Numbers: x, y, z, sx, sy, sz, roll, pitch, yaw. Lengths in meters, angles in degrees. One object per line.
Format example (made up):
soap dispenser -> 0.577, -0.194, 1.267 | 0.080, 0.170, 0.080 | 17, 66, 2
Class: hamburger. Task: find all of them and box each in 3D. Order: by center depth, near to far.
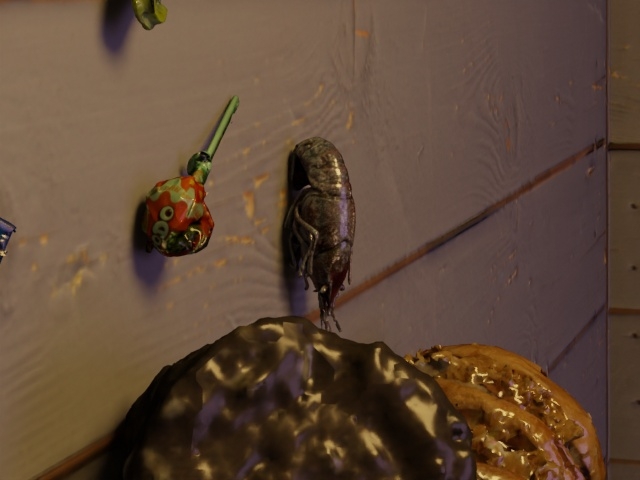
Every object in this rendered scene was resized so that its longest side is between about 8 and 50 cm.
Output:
hamburger -> 0.136, 0.220, 1.323 | 0.260, 0.245, 0.211 | 58, 37, -13

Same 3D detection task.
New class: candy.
candy -> -0.080, -0.052, 1.010 | 0.184, 0.049, 0.055 | -72, -174, -53

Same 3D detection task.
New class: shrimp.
shrimp -> 0.000, 0.000, 1.183 | 0.057, 0.065, 0.165 | -1, 100, -36

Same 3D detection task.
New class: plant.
plant -> -0.035, 0.180, 0.932 | 0.312, 0.213, 0.215 | 139, -38, -69

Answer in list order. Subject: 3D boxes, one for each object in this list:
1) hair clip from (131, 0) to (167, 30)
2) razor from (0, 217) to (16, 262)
hair clip -> -0.097, -0.210, 0.949 | 0.060, 0.033, 0.188 | 65, 31, -52
razor -> -0.215, -0.047, 0.640 | 0.324, 0.056, 0.093 | 59, 41, -53
